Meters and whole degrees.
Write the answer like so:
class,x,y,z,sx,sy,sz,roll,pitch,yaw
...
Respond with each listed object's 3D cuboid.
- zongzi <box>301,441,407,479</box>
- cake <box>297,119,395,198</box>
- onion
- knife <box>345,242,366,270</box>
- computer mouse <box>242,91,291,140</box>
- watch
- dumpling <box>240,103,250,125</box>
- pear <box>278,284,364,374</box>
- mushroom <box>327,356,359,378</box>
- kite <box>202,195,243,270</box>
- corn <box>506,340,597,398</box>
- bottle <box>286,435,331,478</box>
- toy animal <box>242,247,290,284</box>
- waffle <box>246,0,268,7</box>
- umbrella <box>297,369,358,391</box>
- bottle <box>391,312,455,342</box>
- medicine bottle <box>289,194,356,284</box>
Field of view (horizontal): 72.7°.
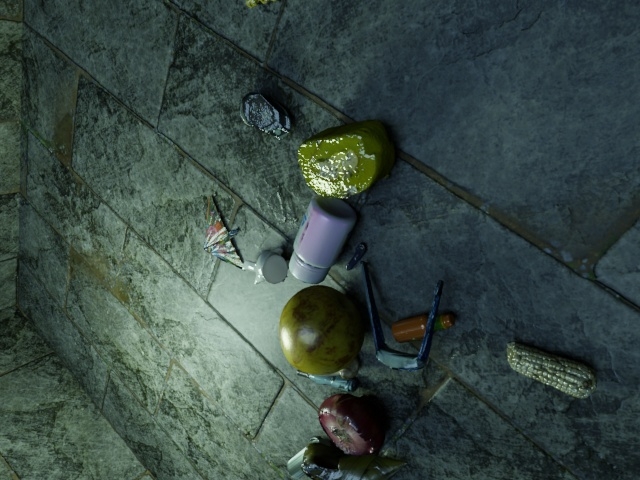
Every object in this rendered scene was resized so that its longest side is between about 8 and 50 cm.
class,x,y,z,sx,sy,sz,roll,pitch,yaw
zongzi,0.112,0.769,1.501,0.286,0.138,0.300,39,117,-4
cake,0.078,-0.223,1.208,0.260,0.156,0.179,2,122,40
onion,0.107,0.612,1.455,0.248,0.161,0.248,21,120,40
knife,0.108,0.054,1.360,0.031,0.018,0.121,40,125,10
computer mouse,-0.168,-0.399,1.383,0.192,0.062,0.106,37,121,5
watch,0.203,0.218,1.252,0.276,0.068,0.275,13,96,41
dumpling,-0.240,-0.417,1.430,0.043,0.059,0.077,29,122,35
pear,-0.001,0.282,1.354,0.280,0.280,0.281,12,112,32
mushroom,0.029,0.421,1.487,0.212,0.097,0.088,2,96,35
kite,-0.398,-0.008,1.707,0.233,0.016,0.321,-25,89,40
corn,0.564,0.320,1.079,0.210,0.087,0.087,16,114,30
bottle,-0.049,0.841,1.693,0.096,0.079,0.254,56,130,23
toy animal,-0.192,0.089,1.555,0.103,0.131,0.220,42,161,-22
waffle,-0.173,-0.834,1.251,0.291,0.051,0.291,14,113,35
umbrella,0.019,0.491,1.544,0.250,0.053,0.052,2,107,34
bottle,0.298,0.248,1.256,0.187,0.069,0.069,-25,90,39
medicine bottle,0.000,0.000,1.337,0.152,0.152,0.255,38,124,20
